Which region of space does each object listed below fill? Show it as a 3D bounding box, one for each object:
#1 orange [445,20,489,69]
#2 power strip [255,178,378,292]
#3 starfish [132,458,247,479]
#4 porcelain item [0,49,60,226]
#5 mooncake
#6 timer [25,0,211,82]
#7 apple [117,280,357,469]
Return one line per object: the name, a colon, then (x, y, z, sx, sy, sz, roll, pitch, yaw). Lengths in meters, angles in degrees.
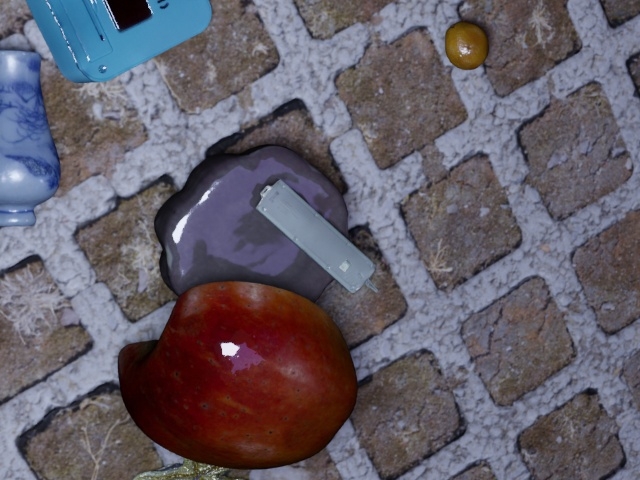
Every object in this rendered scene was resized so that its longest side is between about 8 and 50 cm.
orange: (0.244, -0.327, 2.113, 0.085, 0.085, 0.085, -3, 101, -18)
power strip: (0.000, 0.000, 1.951, 0.252, 0.027, 0.060, 42, 84, -20)
starfish: (-0.208, 0.376, 2.096, 0.208, 0.053, 0.176, -19, 102, -19)
porcelain item: (-0.460, -0.150, 1.877, 0.141, 0.141, 0.259, -3, 92, -18)
mooncake: (-0.113, -0.010, 2.006, 0.306, 0.154, 0.306, -4, 101, -19)
timer: (-0.313, -0.384, 1.928, 0.250, 0.091, 0.232, -31, 107, -24)
apple: (-0.123, 0.214, 1.966, 0.365, 0.328, 0.295, 26, 82, -36)
